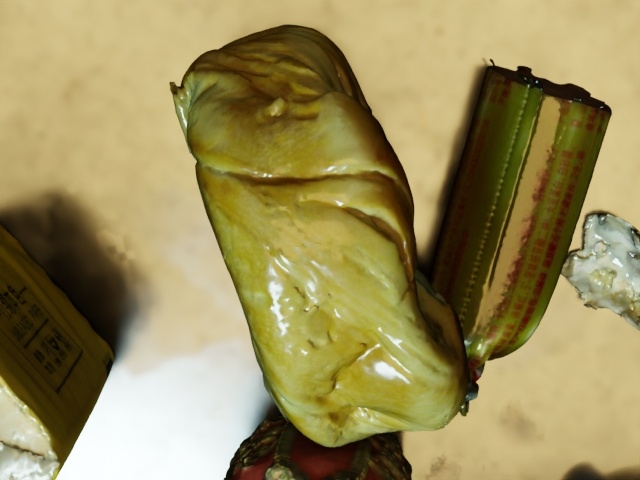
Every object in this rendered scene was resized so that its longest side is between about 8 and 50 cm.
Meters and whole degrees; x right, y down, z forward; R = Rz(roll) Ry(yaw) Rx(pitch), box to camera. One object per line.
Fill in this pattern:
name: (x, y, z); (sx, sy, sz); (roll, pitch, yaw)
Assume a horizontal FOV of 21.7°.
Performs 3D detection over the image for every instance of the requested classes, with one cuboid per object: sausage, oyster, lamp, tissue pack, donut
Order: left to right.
tissue pack: (-0.349, 0.156, 1.374); (0.293, 0.382, 0.228); (-40, 97, 4)
lamp: (-0.004, 0.235, 1.435); (0.177, 0.274, 0.177); (1, 98, 5)
donut: (0.000, 0.000, 1.379); (0.170, 0.360, 0.360); (-19, 97, -1)
sausage: (0.164, 0.006, 1.482); (0.117, 0.125, 0.317); (15, 97, -1)
oyster: (0.311, 0.053, 1.534); (0.106, 0.061, 0.200); (-40, 93, 22)
